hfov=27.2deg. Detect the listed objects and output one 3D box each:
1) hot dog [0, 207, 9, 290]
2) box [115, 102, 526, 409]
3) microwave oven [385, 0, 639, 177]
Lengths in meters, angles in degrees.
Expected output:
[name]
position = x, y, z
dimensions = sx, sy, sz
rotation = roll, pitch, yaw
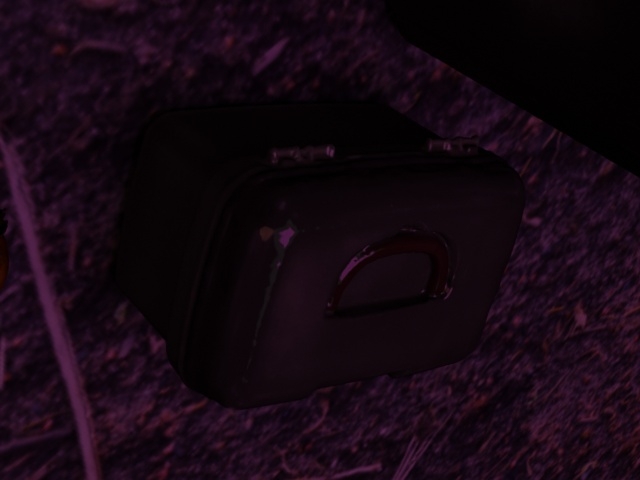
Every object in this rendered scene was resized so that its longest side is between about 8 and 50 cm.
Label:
[hot dog]
position = -0.210, 0.053, 0.644
dimensions = 0.072, 0.055, 0.188
rotation = 16, 107, -51
[box]
position = 0.000, 0.000, 0.744
dimensions = 0.210, 0.129, 0.148
rotation = -6, 123, -39
[microwave oven]
position = 0.221, -0.298, 0.643
dimensions = 0.432, 0.236, 0.374
rotation = -41, 139, -12
